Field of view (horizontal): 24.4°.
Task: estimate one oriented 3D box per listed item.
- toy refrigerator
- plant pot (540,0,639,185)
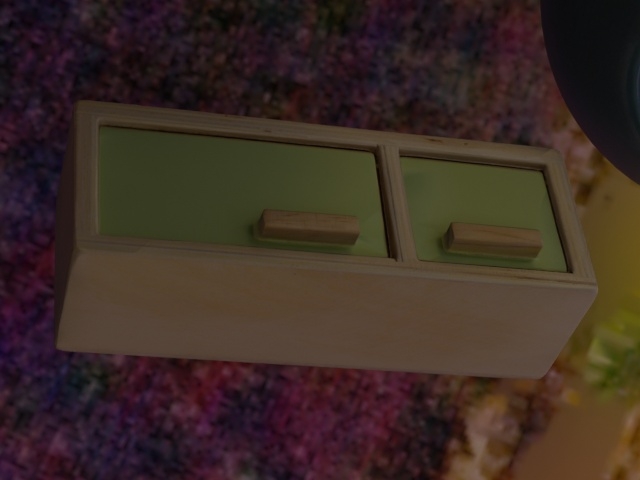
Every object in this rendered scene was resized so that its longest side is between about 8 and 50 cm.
[{"bbox_3d":[0.000,0.000,0.781,0.094,0.269,0.102,112,-22,-48],"label":"toy refrigerator"},{"bbox_3d":[0.265,-0.128,0.910,0.195,0.290,0.290,-56,161,-57],"label":"plant pot"}]
